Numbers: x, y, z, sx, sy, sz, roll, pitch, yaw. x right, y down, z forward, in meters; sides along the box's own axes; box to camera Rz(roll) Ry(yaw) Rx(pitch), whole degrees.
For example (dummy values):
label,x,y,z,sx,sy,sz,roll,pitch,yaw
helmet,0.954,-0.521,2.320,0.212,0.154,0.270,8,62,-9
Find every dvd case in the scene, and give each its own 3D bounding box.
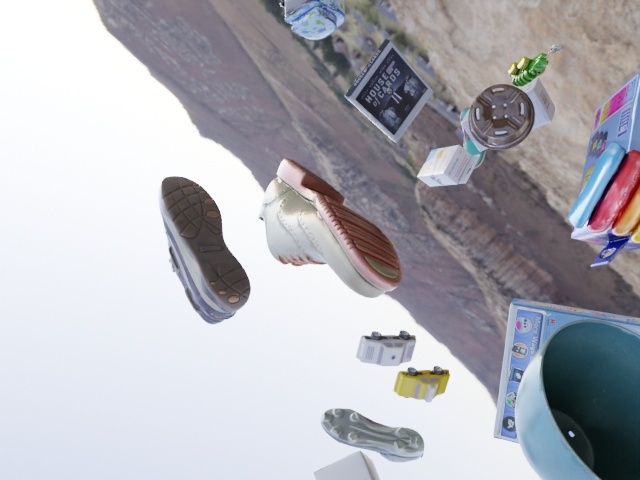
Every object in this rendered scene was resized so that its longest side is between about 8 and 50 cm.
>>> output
label,x,y,z,sx,sy,sz,roll,pitch,yaw
dvd case,0.190,-0.395,1.468,0.238,0.179,0.029,29,-170,-46

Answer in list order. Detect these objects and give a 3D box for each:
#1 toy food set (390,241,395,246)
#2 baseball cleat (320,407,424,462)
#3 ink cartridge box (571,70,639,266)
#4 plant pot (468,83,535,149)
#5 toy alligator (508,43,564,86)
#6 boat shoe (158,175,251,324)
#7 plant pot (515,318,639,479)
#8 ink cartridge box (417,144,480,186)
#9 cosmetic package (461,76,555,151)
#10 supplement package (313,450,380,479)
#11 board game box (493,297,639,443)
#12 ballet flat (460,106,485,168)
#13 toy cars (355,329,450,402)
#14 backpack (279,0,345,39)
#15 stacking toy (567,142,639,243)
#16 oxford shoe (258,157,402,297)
label,x,y,z,sx,sy,sz,roll,pitch,yaw
toy food set,0.098,0.014,1.535,0.217,0.071,0.128,13,-167,-4
baseball cleat,0.100,0.393,1.071,0.205,0.072,0.109,12,141,20
ink cartridge box,0.688,-0.132,1.200,0.151,0.396,0.270,10,175,8
plant pot,0.443,-0.311,1.342,0.167,0.167,0.165,43,-163,10
toy alligator,0.476,-0.383,1.224,0.056,0.051,0.189,12,178,-12
boat shoe,-0.270,0.019,1.137,0.132,0.130,0.355,2,-130,-42
plant pot,0.431,0.302,0.874,0.290,0.290,0.195,44,142,17
ink cartridge box,0.382,-0.224,1.639,0.061,0.104,0.181,32,170,-21
cosmetic package,0.544,-0.363,1.589,0.231,0.085,0.117,-18,118,44
supplement package,0.124,0.847,1.710,0.293,0.175,0.177,66,-176,37
board game box,0.546,0.300,1.166,0.301,0.308,0.086,8,-173,23
ballet flat,0.521,-0.343,1.851,0.079,0.076,0.222,19,-118,-58
toy cars,0.272,0.401,1.691,0.394,0.176,0.087,46,-175,-29
backpack,-0.007,-0.468,1.131,0.105,0.084,0.114,-12,171,44
stacking toy,0.621,-0.042,0.969,0.301,0.166,0.175,30,-163,22
oxford shoe,0.000,0.000,0.886,0.140,0.147,0.397,30,-168,-30
